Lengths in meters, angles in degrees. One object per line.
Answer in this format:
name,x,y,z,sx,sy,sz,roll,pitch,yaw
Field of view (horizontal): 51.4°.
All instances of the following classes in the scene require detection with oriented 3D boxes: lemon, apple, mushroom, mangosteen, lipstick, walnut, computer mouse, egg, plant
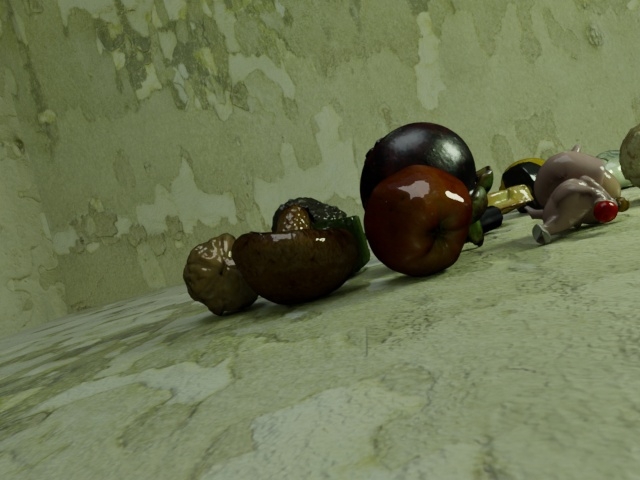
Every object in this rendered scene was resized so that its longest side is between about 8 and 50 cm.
lemon,0.766,-0.212,2.435,0.244,0.187,0.186,-17,0,39
apple,0.196,-0.036,1.328,0.233,0.234,0.234,-15,2,1
mushroom,-0.048,0.033,1.437,0.263,0.195,0.283,-6,20,14
mangosteen,0.241,-0.126,1.567,0.311,0.311,0.311,-15,2,1
lipstick,0.331,-0.017,1.743,0.418,0.077,0.077,-18,4,-37
walnut,-0.228,0.081,1.582,0.198,0.198,0.245,-15,-2,-6
computer mouse,0.702,-0.181,2.199,0.100,0.170,0.269,-24,2,-2
egg,0.834,-0.209,1.572,0.203,0.203,0.245,-17,2,-43
plant,0.000,0.000,2.139,0.215,0.213,0.312,-17,39,-38

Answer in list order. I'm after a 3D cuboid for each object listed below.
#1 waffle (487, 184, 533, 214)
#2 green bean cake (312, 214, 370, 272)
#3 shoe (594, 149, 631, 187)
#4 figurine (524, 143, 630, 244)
waffle,0.461,-0.078,2.061,0.304,0.078,0.348,-17,-5,-8
green bean cake,-0.016,0.033,1.760,0.249,0.156,0.247,-14,3,21
shoe,0.943,-0.227,2.250,0.210,0.132,0.342,-12,5,-3
figurine,0.535,-0.078,1.384,0.186,0.176,0.287,26,29,7
